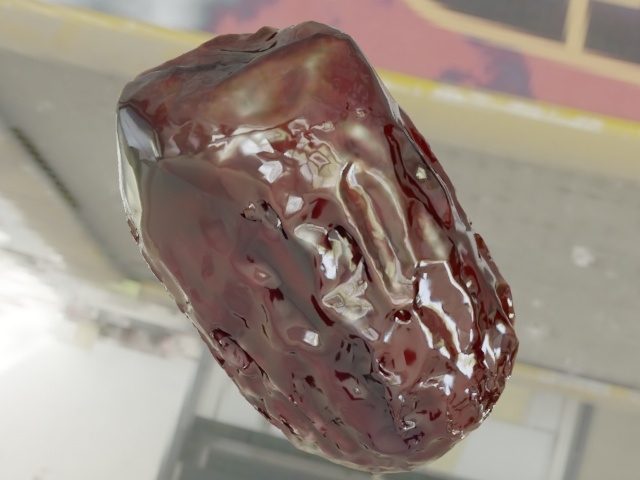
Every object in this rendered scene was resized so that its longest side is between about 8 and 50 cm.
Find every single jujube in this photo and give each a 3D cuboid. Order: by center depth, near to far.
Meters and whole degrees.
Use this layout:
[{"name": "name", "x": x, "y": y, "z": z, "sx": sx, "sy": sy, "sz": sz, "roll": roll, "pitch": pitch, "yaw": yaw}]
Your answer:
[{"name": "jujube", "x": 0.000, "y": 0.000, "z": 1.392, "sx": 0.376, "sy": 0.258, "sz": 0.258, "roll": 50, "pitch": 156, "yaw": -16}]
